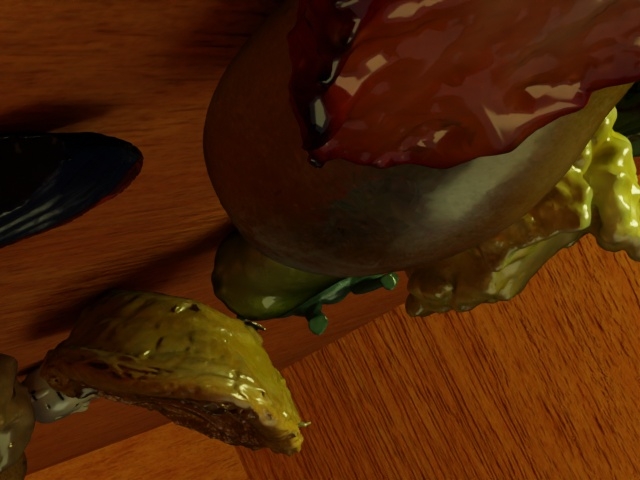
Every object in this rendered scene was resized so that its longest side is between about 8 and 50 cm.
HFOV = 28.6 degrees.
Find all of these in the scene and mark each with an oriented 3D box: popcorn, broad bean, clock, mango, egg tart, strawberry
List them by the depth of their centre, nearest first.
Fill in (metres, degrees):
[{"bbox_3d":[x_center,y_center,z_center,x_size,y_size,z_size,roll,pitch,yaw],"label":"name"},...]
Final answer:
[{"bbox_3d":[0.097,-0.169,0.619,0.265,0.149,0.336,4,146,-41],"label":"strawberry"},{"bbox_3d":[0.081,-0.107,0.839,0.384,0.221,0.199,-32,-156,23],"label":"mango"},{"bbox_3d":[0.157,-0.059,1.138,0.293,0.237,0.293,-14,-155,7],"label":"popcorn"},{"bbox_3d":[0.000,0.001,1.518,0.291,0.119,0.238,-27,170,3],"label":"broad bean"},{"bbox_3d":[-0.165,0.157,1.535,0.339,0.153,0.351,20,169,-8],"label":"egg tart"},{"bbox_3d":[-0.353,0.204,1.839,0.117,0.080,0.176,-30,171,31],"label":"clock"}]

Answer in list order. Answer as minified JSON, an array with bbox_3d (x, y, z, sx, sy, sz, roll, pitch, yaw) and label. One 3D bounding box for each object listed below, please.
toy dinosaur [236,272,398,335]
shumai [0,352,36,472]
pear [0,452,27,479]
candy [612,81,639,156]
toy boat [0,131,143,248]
[{"bbox_3d":[0.021,0.050,2.007,0.383,0.129,0.331,-27,-178,3],"label":"toy dinosaur"},{"bbox_3d":[-0.330,0.146,1.007,0.262,0.267,0.314,-25,168,-45],"label":"shumai"},{"bbox_3d":[-0.518,0.322,1.699,0.211,0.188,0.228,-35,177,-32],"label":"pear"},{"bbox_3d":[0.420,-0.164,1.470,0.263,0.172,0.398,-33,180,44],"label":"candy"},{"bbox_3d":[-0.230,-0.020,0.959,0.219,0.072,0.318,-23,174,6],"label":"toy boat"}]
